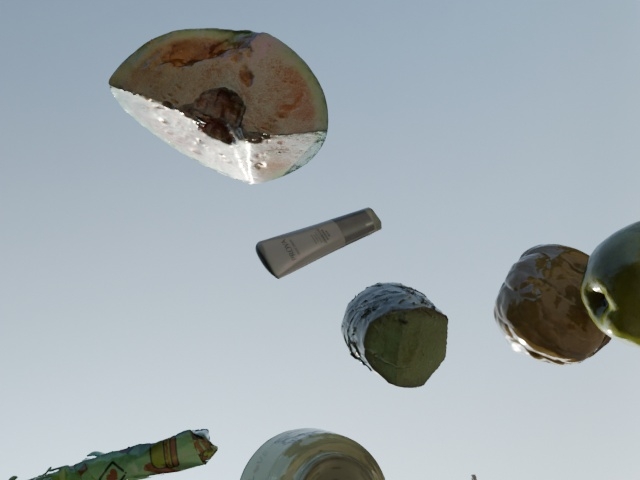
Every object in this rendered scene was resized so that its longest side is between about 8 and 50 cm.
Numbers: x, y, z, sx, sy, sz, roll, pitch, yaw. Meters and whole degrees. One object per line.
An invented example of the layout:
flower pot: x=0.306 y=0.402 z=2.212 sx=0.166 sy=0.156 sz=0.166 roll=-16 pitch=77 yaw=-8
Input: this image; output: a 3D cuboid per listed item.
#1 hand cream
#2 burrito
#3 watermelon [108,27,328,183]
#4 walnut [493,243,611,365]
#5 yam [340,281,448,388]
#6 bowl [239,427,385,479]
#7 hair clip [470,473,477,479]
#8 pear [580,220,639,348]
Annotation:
hand cream: x=0.000 y=0.000 z=1.447 sx=0.255 sy=0.079 sz=0.048 roll=-21 pitch=-28 yaw=-32
burrito: x=-0.265 y=0.293 z=1.027 sx=0.104 sy=0.288 sz=0.054 roll=36 pitch=-143 yaw=-84
watermelon: x=-0.138 y=-0.217 z=1.232 sx=0.188 sy=0.321 sz=0.175 roll=113 pitch=-179 yaw=-72
walnut: x=0.541 y=0.152 z=1.808 sx=0.296 sy=0.285 sz=0.285 roll=-24 pitch=-67 yaw=-52
yam: x=0.156 y=0.202 z=1.677 sx=0.201 sy=0.271 sz=0.202 roll=-1 pitch=-83 yaw=-17
bowl: x=0.005 y=0.389 z=1.170 sx=0.237 sy=0.126 sz=0.238 roll=8 pitch=-113 yaw=-20
hair clip: x=0.352 y=0.598 z=1.728 sx=0.072 sy=0.034 sz=0.226 roll=-31 pitch=-61 yaw=4
pear: x=0.671 y=0.081 z=1.554 sx=0.307 sy=0.253 sz=0.253 roll=-13 pitch=-71 yaw=-7
